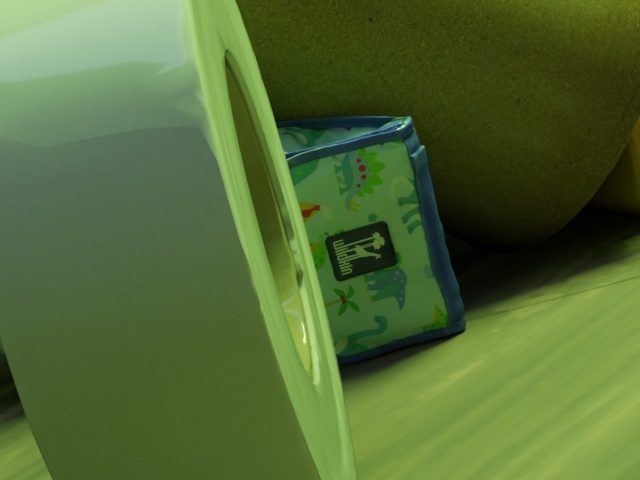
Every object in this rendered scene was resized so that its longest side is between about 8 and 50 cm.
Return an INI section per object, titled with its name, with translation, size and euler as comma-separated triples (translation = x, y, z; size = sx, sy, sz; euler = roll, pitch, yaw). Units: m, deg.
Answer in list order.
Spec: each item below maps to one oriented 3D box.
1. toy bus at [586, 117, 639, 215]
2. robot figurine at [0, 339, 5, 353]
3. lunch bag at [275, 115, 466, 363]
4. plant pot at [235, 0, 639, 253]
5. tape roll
[toy bus]
translation = 0.172, -0.094, 1.353
size = 0.130, 0.108, 0.333
euler = -23, 15, -21
[robot figurine]
translation = -0.136, -0.042, 1.267
size = 0.278, 0.209, 0.173
euler = -36, 24, -30
[lunch bag]
translation = 0.000, 0.000, 1.117
size = 0.151, 0.129, 0.096
euler = -6, 21, 28
[plant pot]
translation = 0.034, -0.137, 1.189
size = 0.254, 0.237, 0.237
euler = 17, -2, -26
[tape roll]
translation = -0.066, 0.003, 0.854
size = 0.100, 0.286, 0.286
euler = -15, 13, 4
